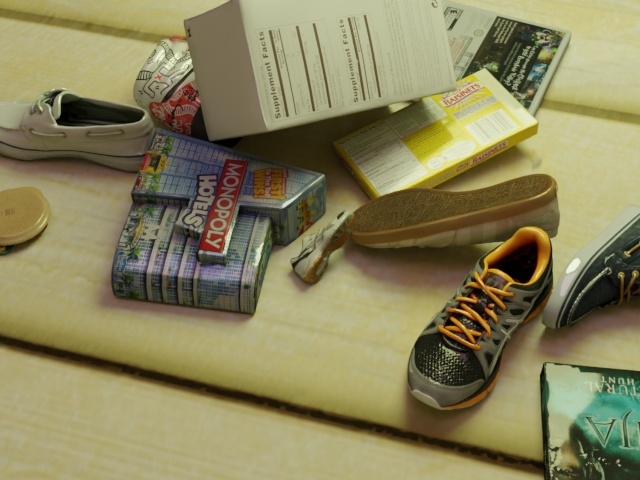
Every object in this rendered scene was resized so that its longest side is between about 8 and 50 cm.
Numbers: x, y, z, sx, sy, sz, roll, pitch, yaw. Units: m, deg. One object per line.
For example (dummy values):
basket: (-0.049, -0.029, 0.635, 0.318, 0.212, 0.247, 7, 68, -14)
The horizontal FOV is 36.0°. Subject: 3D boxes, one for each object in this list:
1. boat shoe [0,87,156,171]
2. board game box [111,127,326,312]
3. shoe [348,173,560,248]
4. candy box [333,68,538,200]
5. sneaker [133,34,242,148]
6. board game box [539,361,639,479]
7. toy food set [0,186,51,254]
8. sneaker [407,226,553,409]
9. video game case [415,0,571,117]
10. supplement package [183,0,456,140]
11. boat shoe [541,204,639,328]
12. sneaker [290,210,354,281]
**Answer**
boat shoe: (-0.286, -0.138, 1.102, 0.226, 0.076, 0.083, 7, 49, 7)
board game box: (-0.097, -0.023, 1.009, 0.194, 0.060, 0.194, 5, 49, 6)
shoe: (0.132, -0.016, 0.990, 0.219, 0.058, 0.077, -8, 35, 20)
candy box: (0.128, -0.114, 1.093, 0.205, 0.027, 0.105, -27, 53, -13)
sneaker: (-0.099, -0.221, 1.164, 0.145, 0.090, 0.270, 30, 58, 21)
board game box: (0.288, 0.171, 0.855, 0.186, 0.026, 0.126, 4, 48, 4)
toy food set: (-0.326, -0.024, 1.039, 0.082, 0.020, 0.083, -25, 53, -20)
sneaker: (0.149, 0.066, 0.913, 0.084, 0.083, 0.215, 28, 55, 21)
video game case: (0.198, -0.218, 1.205, 0.173, 0.022, 0.190, 18, 50, 17)
supplement package: (0.000, -0.196, 1.047, 0.244, 0.134, 0.139, -16, 9, -30)
boat shoe: (0.293, 0.036, 0.949, 0.083, 0.065, 0.183, 32, 55, 27)
sneaker: (0.000, 0.000, 0.990, 0.037, 0.032, 0.083, 34, 84, 35)
